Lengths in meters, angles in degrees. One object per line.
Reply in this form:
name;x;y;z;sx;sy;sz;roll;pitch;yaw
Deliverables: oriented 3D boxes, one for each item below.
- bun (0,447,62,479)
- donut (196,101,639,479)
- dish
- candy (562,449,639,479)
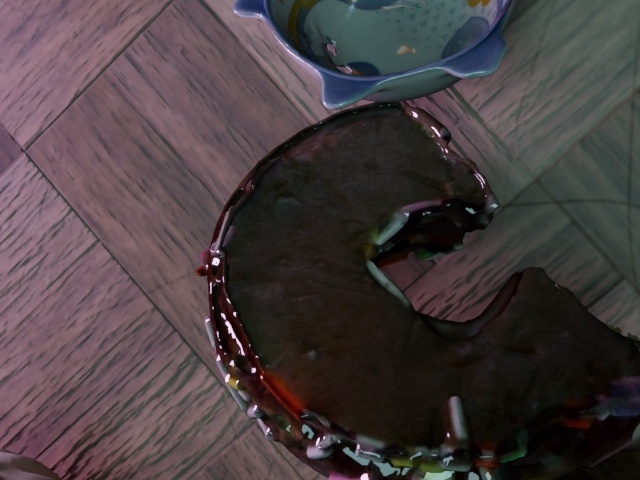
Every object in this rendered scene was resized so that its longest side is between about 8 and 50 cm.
bun;-0.268;0.316;0.978;0.263;0.175;0.263;-15;69;44
donut;0.056;0.064;0.795;0.259;0.136;0.345;-32;58;-19
dish;0.051;-0.177;0.875;0.227;0.086;0.236;-16;54;5
candy;0.197;0.226;0.811;0.101;0.271;0.143;44;115;33
